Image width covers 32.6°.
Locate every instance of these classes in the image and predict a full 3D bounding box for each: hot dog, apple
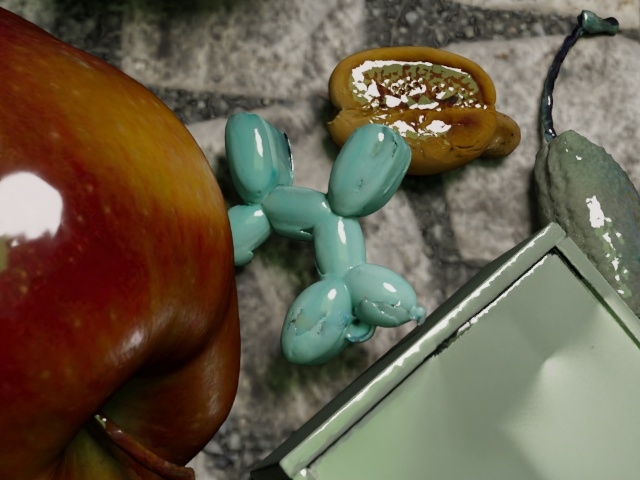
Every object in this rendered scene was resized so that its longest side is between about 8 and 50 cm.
[{"bbox_3d":[0.073,-0.089,0.760,0.140,0.060,0.090,-5,80,-7],"label":"hot dog"},{"bbox_3d":[-0.190,0.022,0.551,0.317,0.288,0.288,41,69,19],"label":"apple"}]

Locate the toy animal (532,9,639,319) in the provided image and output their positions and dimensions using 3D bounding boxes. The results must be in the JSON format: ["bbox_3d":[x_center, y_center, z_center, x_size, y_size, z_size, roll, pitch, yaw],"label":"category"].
[{"bbox_3d":[0.187,-0.057,0.779,0.079,0.070,0.253,24,53,-42],"label":"toy animal"}]

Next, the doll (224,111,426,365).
[{"bbox_3d":[0.000,0.000,0.697,0.159,0.059,0.159,14,87,20],"label":"doll"}]

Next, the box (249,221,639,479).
[{"bbox_3d":[0.117,0.154,0.669,0.225,0.117,0.225,-39,87,-19],"label":"box"}]
